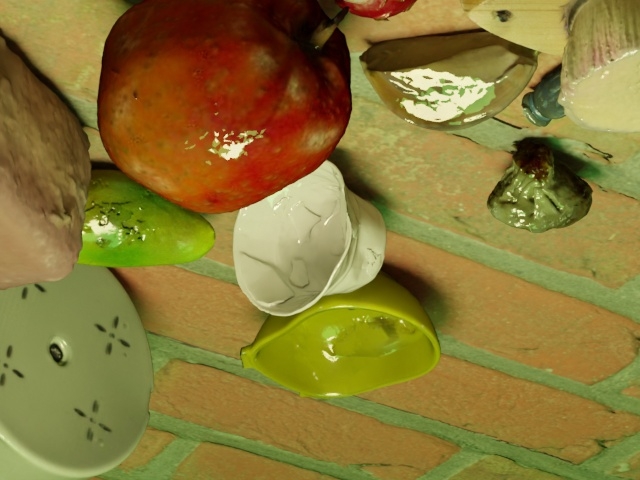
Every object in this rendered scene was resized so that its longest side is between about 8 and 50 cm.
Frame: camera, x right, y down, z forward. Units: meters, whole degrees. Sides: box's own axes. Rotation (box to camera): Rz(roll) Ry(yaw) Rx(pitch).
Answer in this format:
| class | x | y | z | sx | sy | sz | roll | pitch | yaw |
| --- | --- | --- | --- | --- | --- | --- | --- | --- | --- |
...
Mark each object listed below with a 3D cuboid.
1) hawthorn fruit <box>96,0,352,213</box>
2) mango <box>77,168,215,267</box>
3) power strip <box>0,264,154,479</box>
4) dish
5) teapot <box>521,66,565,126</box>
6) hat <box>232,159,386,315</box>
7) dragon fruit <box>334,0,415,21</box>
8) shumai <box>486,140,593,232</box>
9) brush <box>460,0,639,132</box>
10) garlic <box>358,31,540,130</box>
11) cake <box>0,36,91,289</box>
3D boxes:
| class | x | y | z | sx | sy | sz | roll | pitch | yaw |
| --- | --- | --- | --- | --- | --- | --- | --- | --- | --- |
| hawthorn fruit | -0.079 | -0.172 | 1.857 | 0.254 | 0.254 | 0.300 | 25 | 141 | -29 |
| mango | -0.244 | -0.024 | 2.244 | 0.233 | 0.111 | 0.125 | 6 | 153 | -5 |
| power strip | -0.394 | 0.158 | 2.348 | 0.161 | 0.357 | 0.357 | -24 | 139 | 36 |
| dish | 0.031 | 0.110 | 2.429 | 0.262 | 0.108 | 0.221 | -25 | 138 | 37 |
| teapot | 0.267 | -0.166 | 2.016 | 0.049 | 0.063 | 0.083 | 50 | 138 | -8 |
| hat | 0.000 | 0.000 | 2.216 | 0.203 | 0.203 | 0.126 | -22 | 160 | 36 |
| dragon fruit | 0.027 | -0.283 | 1.810 | 0.094 | 0.094 | 0.190 | -25 | 133 | 39 |
| shumai | 0.259 | -0.072 | 2.131 | 0.124 | 0.099 | 0.087 | -12 | 130 | -17 |
| brush | 0.270 | -0.211 | 1.821 | 0.267 | 0.166 | 0.174 | 2 | 149 | 8 |
| garlic | 0.147 | -0.171 | 1.981 | 0.196 | 0.087 | 0.101 | -2 | 135 | 16 |
| cake | -0.435 | -0.072 | 2.069 | 0.309 | 0.237 | 0.230 | -9 | 147 | 18 |
